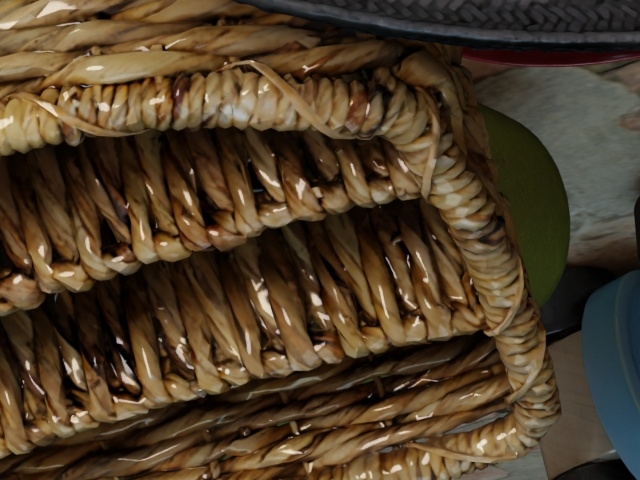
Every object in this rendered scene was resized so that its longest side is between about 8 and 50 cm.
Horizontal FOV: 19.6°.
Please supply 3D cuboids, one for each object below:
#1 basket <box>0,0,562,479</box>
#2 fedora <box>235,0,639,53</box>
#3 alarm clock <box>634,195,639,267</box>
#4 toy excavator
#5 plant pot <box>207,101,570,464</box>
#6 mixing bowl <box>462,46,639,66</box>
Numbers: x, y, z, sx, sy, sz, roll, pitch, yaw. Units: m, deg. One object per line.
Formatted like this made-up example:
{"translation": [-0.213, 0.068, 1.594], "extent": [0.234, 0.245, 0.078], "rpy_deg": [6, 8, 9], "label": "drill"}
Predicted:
{"translation": [-0.080, 0.004, 0.694], "extent": [0.299, 0.223, 0.213], "rpy_deg": [-15, 166, 10], "label": "basket"}
{"translation": [0.047, -0.193, 0.559], "extent": [0.334, 0.334, 0.152], "rpy_deg": [1, 130, -8], "label": "fedora"}
{"translation": [0.292, -0.007, 1.326], "extent": [0.129, 0.064, 0.192], "rpy_deg": [-6, 158, 13], "label": "alarm clock"}
{"translation": [0.431, 0.103, 1.483], "extent": [0.433, 0.222, 0.445], "rpy_deg": [14, 147, -42], "label": "toy excavator"}
{"translation": [0.000, 0.000, 1.084], "extent": [0.293, 0.275, 0.274], "rpy_deg": [-7, 168, -39], "label": "plant pot"}
{"translation": [0.113, -0.157, 0.824], "extent": [0.181, 0.098, 0.181], "rpy_deg": [-1, 160, 0], "label": "mixing bowl"}
